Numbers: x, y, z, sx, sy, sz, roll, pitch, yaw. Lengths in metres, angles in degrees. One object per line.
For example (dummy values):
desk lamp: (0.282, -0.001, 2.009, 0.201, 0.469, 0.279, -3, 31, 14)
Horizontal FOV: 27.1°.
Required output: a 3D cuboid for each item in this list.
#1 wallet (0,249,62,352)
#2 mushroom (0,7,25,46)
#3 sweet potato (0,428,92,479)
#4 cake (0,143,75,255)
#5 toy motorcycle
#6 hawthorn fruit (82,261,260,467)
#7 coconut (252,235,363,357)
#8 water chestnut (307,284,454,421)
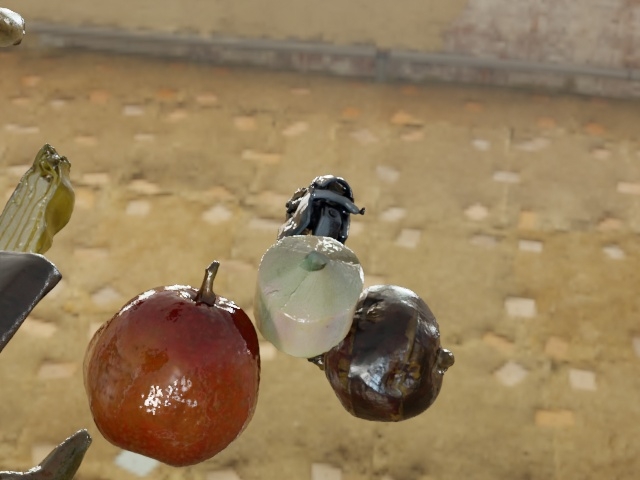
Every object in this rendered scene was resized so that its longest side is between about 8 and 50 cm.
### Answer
wallet: (-0.325, 0.086, 1.028, 0.181, 0.049, 0.229, 0, -146, 18)
mushroom: (-0.482, -0.364, 1.711, 0.301, 0.208, 0.233, 15, -163, -29)
sweet potato: (-0.421, 0.345, 1.884, 0.233, 0.081, 0.062, -22, -144, -32)
cake: (-0.387, -0.040, 1.804, 0.079, 0.116, 0.185, 34, -123, 11)
toy motorcycle: (0.000, 0.000, 2.110, 0.106, 0.159, 0.270, 21, -142, -29)
hawthorn fruit: (-0.145, 0.120, 1.394, 0.196, 0.226, 0.196, 19, -155, -9)
coconut: (-0.015, 0.054, 1.433, 0.116, 0.122, 0.116, 7, -128, -9)
water chestnut: (0.089, 0.181, 2.149, 0.238, 0.224, 0.224, 10, -149, 22)
